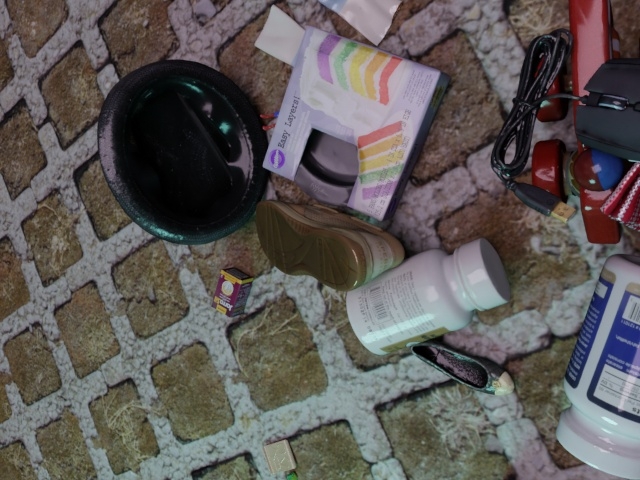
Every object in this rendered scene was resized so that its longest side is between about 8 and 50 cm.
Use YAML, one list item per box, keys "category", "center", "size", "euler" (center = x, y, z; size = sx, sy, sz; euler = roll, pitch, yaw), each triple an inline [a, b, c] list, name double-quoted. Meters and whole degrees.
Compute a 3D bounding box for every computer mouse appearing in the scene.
- category: "computer mouse"
  center: [0.292, -0.092, 0.570]
  size: [0.262, 0.060, 0.184]
  euler: [30, 107, 27]

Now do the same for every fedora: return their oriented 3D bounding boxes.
- category: "fedora"
  center: [-0.260, -0.160, 1.102]
  size: [0.152, 0.334, 0.333]
  euler: [-170, 78, -64]

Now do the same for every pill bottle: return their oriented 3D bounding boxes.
- category: "pill bottle"
  center: [0.167, 0.085, 0.912]
  size: [0.229, 0.131, 0.131]
  euler: [-26, 82, 29]
- category: "pill bottle"
  center: [0.412, 0.162, 0.767]
  size: [0.153, 0.153, 0.264]
  euler: [21, 105, 27]

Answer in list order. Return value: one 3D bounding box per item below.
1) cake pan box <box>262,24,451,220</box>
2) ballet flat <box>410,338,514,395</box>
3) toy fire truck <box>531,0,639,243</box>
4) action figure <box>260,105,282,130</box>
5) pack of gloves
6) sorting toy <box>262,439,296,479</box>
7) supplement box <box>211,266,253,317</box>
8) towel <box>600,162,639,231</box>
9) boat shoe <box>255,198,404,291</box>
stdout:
- category: "cake pan box"
  center: [0.049, -0.191, 0.979]
  size: [0.246, 0.070, 0.266]
  euler: [28, 109, 20]
- category: "ballet flat"
  center: [0.223, 0.205, 0.938]
  size: [0.173, 0.049, 0.057]
  euler: [20, 105, 27]
- category: "toy fire truck"
  center: [0.339, -0.145, 0.721]
  size: [0.170, 0.254, 0.302]
  euler: [0, 94, 30]
- category: "action figure"
  center: [-0.058, -0.230, 1.073]
  size: [0.115, 0.030, 0.038]
  euler: [-11, 84, 28]
- category: "pack of gloves"
  center: [-0.004, -0.379, 1.018]
  size: [0.232, 0.046, 0.195]
  euler: [39, 111, 21]
- category: "sorting toy"
  center: [-0.076, 0.438, 1.152]
  size: [0.062, 0.012, 0.083]
  euler: [-26, 78, 24]
- category: "supplement box"
  center: [-0.175, 0.102, 1.160]
  size: [0.055, 0.043, 0.083]
  euler: [24, 107, 24]
- category: "towel"
  center: [0.441, -0.084, 0.669]
  size: [0.031, 0.275, 0.198]
  euler: [48, 117, 40]
- category: "boat shoe"
  center: [0.000, 0.000, 0.995]
  size: [0.341, 0.110, 0.121]
  euler: [26, 124, 52]
